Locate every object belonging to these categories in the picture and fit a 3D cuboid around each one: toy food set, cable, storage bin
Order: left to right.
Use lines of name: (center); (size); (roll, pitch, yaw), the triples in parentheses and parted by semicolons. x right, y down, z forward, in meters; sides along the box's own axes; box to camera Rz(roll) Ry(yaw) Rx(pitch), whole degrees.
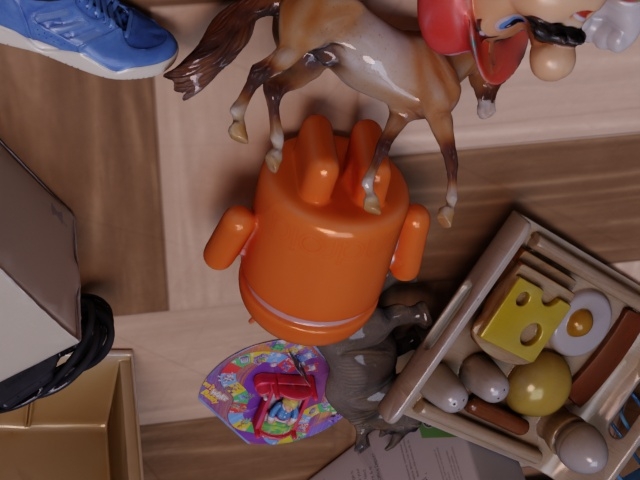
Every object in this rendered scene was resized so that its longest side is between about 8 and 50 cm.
storage bin: (-0.296, 0.235, 1.108); (0.262, 0.260, 0.123); (2, 137, -17)
cable: (-0.257, 0.105, 1.070); (0.184, 0.151, 0.047); (-38, 108, -32)
toy food set: (0.222, 0.123, 1.185); (0.306, 0.092, 0.219); (27, 100, -38)

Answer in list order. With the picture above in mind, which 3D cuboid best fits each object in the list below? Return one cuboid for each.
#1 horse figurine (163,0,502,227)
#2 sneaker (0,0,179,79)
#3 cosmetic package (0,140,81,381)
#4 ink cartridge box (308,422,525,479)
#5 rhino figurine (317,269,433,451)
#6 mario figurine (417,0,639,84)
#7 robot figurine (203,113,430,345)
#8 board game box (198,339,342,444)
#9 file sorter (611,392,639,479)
horse figurine: (0.024, -0.119, 0.935); (0.263, 0.174, 0.066); (21, 160, -15)
sneaker: (-0.165, -0.169, 0.882); (0.152, 0.058, 0.084); (14, 138, -18)
cosmetic package: (-0.350, 0.056, 0.992); (0.296, 0.153, 0.129); (-27, 133, 11)
ink cartridge box: (0.100, 0.274, 1.315); (0.093, 0.160, 0.219); (28, 123, -36)
rhino figurine: (0.054, 0.127, 1.218); (0.106, 0.073, 0.243); (-16, 133, -7)
mario figurine: (0.212, -0.175, 0.845); (0.321, 0.170, 0.198); (-13, 139, 36)
robot figurine: (-0.002, -0.001, 1.043); (0.158, 0.128, 0.219); (-29, 147, -38)
board game box: (-0.040, 0.168, 1.265); (0.133, 0.033, 0.168); (-27, 134, 12)
file sorter: (0.352, 0.210, 1.334); (0.170, 0.118, 0.104); (-36, 88, 20)
